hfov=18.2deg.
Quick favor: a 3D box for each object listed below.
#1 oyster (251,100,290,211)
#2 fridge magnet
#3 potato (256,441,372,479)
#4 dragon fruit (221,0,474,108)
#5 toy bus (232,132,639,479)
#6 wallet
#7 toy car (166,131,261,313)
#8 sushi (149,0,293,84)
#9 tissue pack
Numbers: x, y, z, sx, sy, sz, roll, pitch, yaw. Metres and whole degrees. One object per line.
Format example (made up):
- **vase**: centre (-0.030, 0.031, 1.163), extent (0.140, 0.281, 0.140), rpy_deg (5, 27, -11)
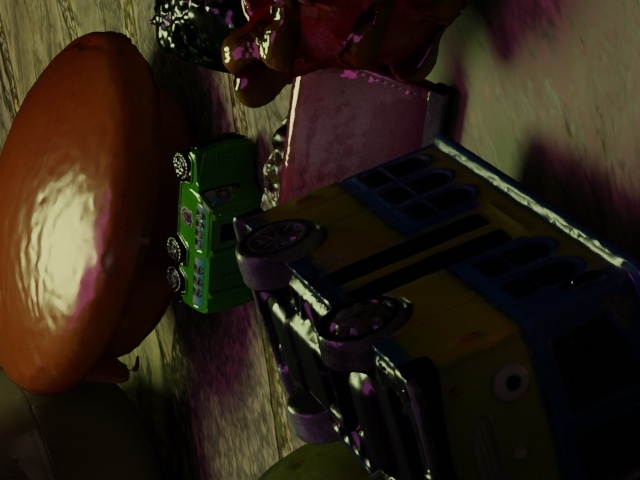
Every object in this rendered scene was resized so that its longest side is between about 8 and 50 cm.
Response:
- **oyster**: centre (-0.001, -0.037, 1.467), extent (0.105, 0.056, 0.177), rpy_deg (38, 130, 21)
- **fridge magnet**: centre (-0.234, -0.025, 1.952), extent (0.363, 0.155, 0.363), rpy_deg (-32, 53, 54)
- **potato**: centre (0.031, 0.224, 1.380), extent (0.253, 0.148, 0.186), rpy_deg (2, 114, 62)
- **dragon fruit**: centre (0.011, -0.157, 1.273), extent (0.208, 0.150, 0.133), rpy_deg (-41, 21, 30)
- **toy bus**: centre (0.074, 0.057, 1.142), extent (0.288, 0.175, 0.138), rpy_deg (-139, 30, -62)
- **wallet**: centre (0.024, -0.024, 1.400), extent (0.119, 0.025, 0.232), rpy_deg (23, 127, 23)
- **toy car**: centre (-0.089, -0.014, 1.757), extent (0.062, 0.071, 0.165), rpy_deg (38, 133, 44)
- **sushi**: centre (-0.057, -0.186, 1.474), extent (0.225, 0.124, 0.127), rpy_deg (-164, 84, -74)
- **tissue pack**: centre (-0.319, 0.252, 2.138), extent (0.387, 0.277, 0.267), rpy_deg (-2, 109, 70)
